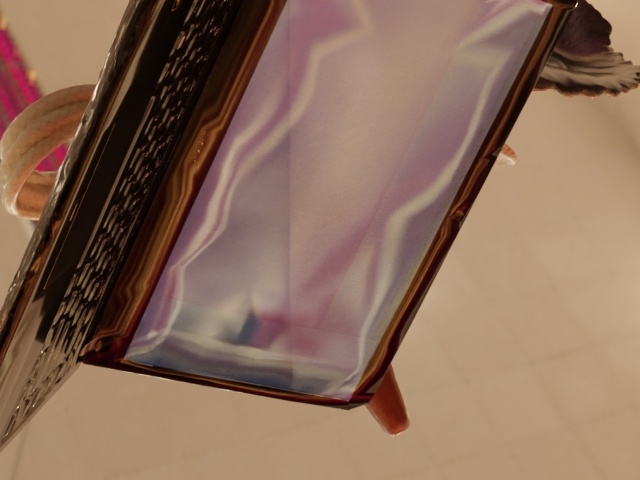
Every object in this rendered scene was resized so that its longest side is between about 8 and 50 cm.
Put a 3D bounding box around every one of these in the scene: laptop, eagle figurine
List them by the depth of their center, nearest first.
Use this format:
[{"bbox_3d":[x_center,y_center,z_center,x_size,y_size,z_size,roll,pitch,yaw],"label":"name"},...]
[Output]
[{"bbox_3d":[-0.018,-0.003,0.778,0.136,0.234,0.264,27,-159,3],"label":"laptop"},{"bbox_3d":[0.091,-0.155,1.300,0.225,0.226,0.298,12,-125,-10],"label":"eagle figurine"}]

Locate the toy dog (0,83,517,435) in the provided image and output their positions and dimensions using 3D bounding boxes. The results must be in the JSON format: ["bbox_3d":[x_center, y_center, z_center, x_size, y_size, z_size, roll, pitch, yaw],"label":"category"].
[{"bbox_3d":[0.000,0.000,1.013,0.220,0.333,0.161,-37,-114,6],"label":"toy dog"}]
